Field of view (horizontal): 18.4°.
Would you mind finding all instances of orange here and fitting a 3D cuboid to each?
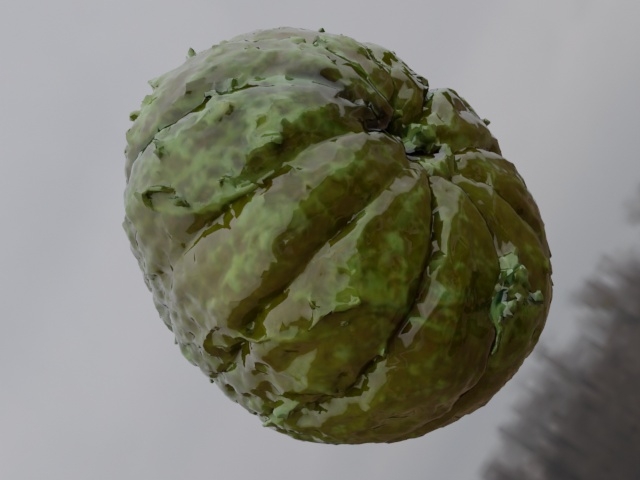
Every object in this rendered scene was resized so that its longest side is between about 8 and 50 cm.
[{"bbox_3d":[0.000,0.000,1.277,0.223,0.301,0.300,-48,10,25],"label":"orange"}]
